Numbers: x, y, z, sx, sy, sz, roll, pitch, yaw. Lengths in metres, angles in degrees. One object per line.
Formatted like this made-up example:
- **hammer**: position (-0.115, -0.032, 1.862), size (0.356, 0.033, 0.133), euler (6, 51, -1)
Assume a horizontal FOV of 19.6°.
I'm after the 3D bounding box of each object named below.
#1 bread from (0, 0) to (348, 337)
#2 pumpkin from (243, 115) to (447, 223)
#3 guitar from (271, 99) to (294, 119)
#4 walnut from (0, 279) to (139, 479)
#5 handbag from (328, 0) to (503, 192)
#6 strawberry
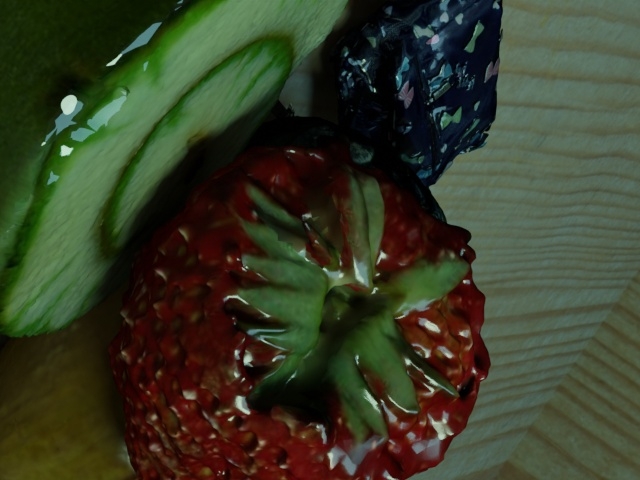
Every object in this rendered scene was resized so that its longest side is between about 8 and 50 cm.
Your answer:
- **bread**: position (-0.129, -0.108, 1.222), size (0.382, 0.129, 0.366), euler (-43, 168, -28)
- **pumpkin**: position (0.000, 0.000, 1.559), size (0.163, 0.233, 0.233), euler (-55, 160, -17)
- **guitar**: position (-0.058, -0.131, 1.514), size (0.088, 0.025, 0.233), euler (-51, 159, -2)
- **walnut**: position (-0.160, 0.116, 1.467), size (0.297, 0.203, 0.203), euler (-29, 159, 8)
- **handbag**: position (0.082, -0.134, 1.669), size (0.162, 0.113, 0.260), euler (-49, 157, -24)
- **strawberry**: position (-0.027, 0.075, 1.299), size (0.261, 0.261, 0.257), euler (-38, -173, -31)
